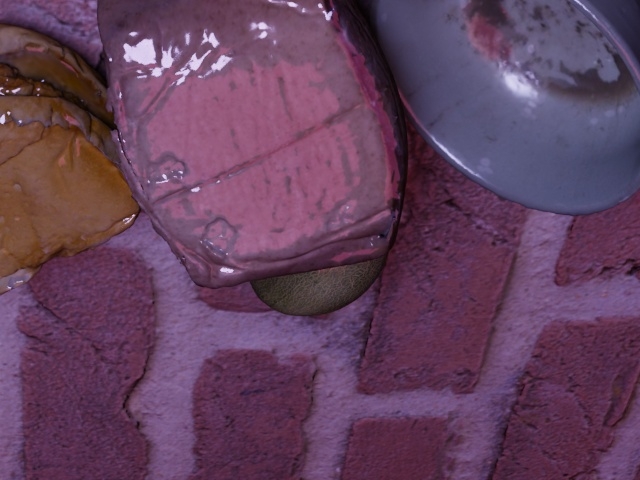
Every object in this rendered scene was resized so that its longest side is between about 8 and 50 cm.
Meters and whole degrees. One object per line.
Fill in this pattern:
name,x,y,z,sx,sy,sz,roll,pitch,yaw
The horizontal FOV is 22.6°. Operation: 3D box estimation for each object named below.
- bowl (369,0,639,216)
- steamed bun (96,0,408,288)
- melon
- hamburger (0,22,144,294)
bowl,0.199,-0.175,1.408,0.289,0.146,0.289,30,147,22
steamed bun,-0.060,-0.120,1.434,0.251,0.199,0.301,-18,114,0
melon,0.000,0.000,1.621,0.139,0.139,0.192,19,138,-26
hamburger,-0.314,-0.073,1.498,0.283,0.145,0.259,-23,141,12
